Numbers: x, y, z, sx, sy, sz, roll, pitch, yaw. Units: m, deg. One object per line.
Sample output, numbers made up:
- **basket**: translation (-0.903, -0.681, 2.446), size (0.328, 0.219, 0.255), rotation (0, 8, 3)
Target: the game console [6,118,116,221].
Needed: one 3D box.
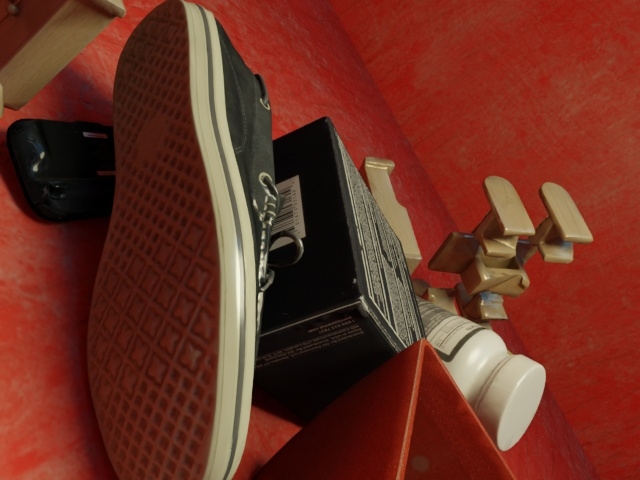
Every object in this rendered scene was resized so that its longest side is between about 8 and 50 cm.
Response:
- **game console**: translation (-0.219, -0.101, 0.662), size (0.213, 0.044, 0.361), rotation (62, 21, 3)

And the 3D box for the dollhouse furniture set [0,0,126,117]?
- **dollhouse furniture set**: translation (-0.351, -0.249, 0.391), size (0.355, 0.174, 0.303), rotation (12, 51, -62)

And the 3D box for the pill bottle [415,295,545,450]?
- **pill bottle**: translation (0.182, 0.189, 0.832), size (0.278, 0.162, 0.162), rotation (24, -5, 41)

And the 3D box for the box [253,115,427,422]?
- **box**: translation (0.010, 0.060, 0.715), size (0.294, 0.182, 0.296), rotation (52, 22, -44)

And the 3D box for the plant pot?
- **plant pot**: translation (0.050, 0.298, 0.484), size (0.267, 0.235, 0.267), rotation (57, 21, -7)

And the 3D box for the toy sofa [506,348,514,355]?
- **toy sofa**: translation (0.372, 0.338, 1.286), size (0.150, 0.177, 0.362), rotation (43, 13, 29)

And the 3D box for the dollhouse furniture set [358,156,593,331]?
- **dollhouse furniture set**: translation (0.266, -0.004, 1.156), size (0.394, 0.362, 0.256), rotation (5, 50, -19)

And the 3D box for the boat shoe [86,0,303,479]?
- **boat shoe**: translation (-0.112, -0.012, 0.534), size (0.156, 0.186, 0.500), rotation (28, 47, -50)
